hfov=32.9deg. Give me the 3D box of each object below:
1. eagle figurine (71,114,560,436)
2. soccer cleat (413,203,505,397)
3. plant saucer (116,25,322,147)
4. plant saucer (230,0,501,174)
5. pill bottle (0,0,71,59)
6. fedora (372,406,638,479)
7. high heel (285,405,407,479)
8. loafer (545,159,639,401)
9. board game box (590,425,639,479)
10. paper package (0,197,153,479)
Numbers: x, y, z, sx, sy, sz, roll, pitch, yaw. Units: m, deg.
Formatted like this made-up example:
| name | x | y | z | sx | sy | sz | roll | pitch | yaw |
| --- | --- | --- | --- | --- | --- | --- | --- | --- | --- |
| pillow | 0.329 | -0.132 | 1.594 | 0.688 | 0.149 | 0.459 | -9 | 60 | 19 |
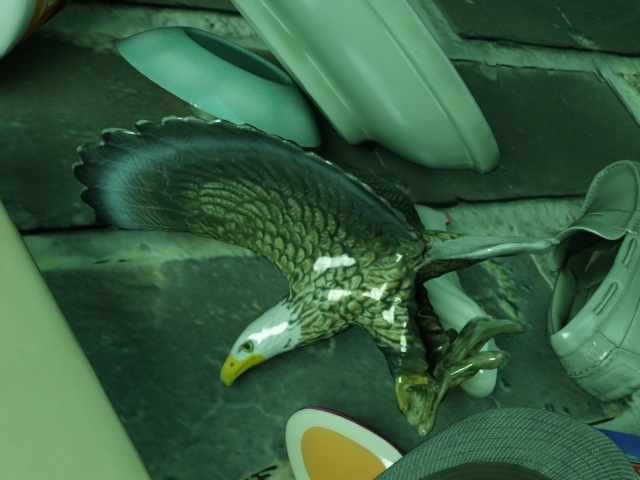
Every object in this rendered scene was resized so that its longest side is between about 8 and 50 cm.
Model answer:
| name | x | y | z | sx | sy | sz | roll | pitch | yaw |
| --- | --- | --- | --- | --- | --- | --- | --- | --- | --- |
| eagle figurine | -0.008 | 0.006 | 0.779 | 0.298 | 0.226 | 0.225 | 49 | 52 | 5 |
| soccer cleat | 0.096 | 0.052 | 0.935 | 0.076 | 0.068 | 0.196 | -2 | 52 | -22 |
| plant saucer | -0.078 | -0.142 | 0.931 | 0.195 | 0.037 | 0.195 | 25 | 17 | -8 |
| plant saucer | 0.001 | -0.194 | 0.973 | 0.400 | 0.100 | 0.400 | 50 | 4 | -4 |
| pill bottle | -0.242 | -0.306 | 0.867 | 0.224 | 0.224 | 0.392 | 36 | 39 | -6 |
| fedora | 0.085 | 0.239 | 0.631 | 0.275 | 0.244 | 0.124 | -44 | 114 | -23 |
| high heel | 0.080 | 0.204 | 0.782 | 0.244 | 0.082 | 0.117 | 36 | 8 | 14 |
| loafer | 0.285 | 0.015 | 1.081 | 0.111 | 0.112 | 0.319 | 39 | 38 | -16 |
| board game box | 0.285 | 0.258 | 0.852 | 0.317 | 0.046 | 0.213 | 17 | 44 | -44 |
| paper package | -0.275 | 0.093 | 0.506 | 0.309 | 0.168 | 0.325 | -12 | 61 | -45 |
